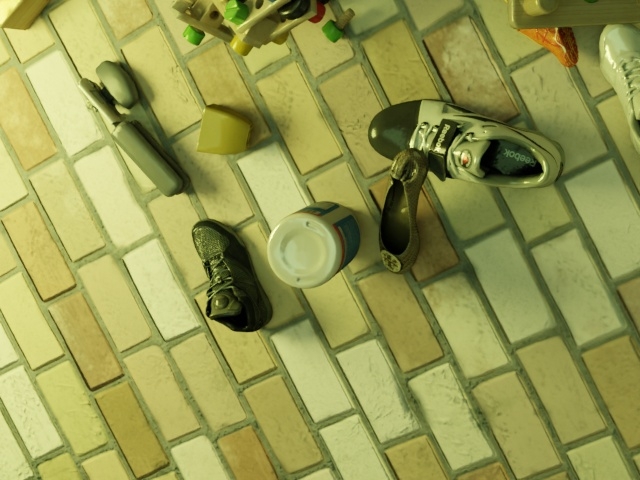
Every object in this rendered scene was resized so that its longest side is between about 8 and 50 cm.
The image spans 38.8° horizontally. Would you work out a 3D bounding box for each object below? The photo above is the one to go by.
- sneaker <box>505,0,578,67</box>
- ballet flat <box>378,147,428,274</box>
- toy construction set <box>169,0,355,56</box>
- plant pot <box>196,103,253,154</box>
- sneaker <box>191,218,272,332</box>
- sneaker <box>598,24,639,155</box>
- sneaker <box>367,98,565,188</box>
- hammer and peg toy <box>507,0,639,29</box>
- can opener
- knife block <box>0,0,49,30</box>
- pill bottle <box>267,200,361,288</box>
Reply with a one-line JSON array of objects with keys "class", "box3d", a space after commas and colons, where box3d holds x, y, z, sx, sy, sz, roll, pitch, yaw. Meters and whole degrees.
[{"class": "sneaker", "box3d": [0.351, -0.346, 1.457, 0.067, 0.064, 0.175, -39, 83, 39]}, {"class": "ballet flat", "box3d": [0.131, -0.041, 1.520, 0.084, 0.058, 0.249, 30, 133, 26]}, {"class": "toy construction set", "box3d": [-0.151, -0.384, 1.468, 0.237, 0.309, 0.257, -42, 79, 23]}, {"class": "plant pot", "box3d": [-0.165, -0.192, 1.610, 0.083, 0.081, 0.081, 13, 103, 2]}, {"class": "sneaker", "box3d": [-0.172, 0.066, 1.631, 0.087, 0.130, 0.227, -26, 90, 16]}, {"class": "sneaker", "box3d": [0.498, -0.232, 1.398, 0.090, 0.115, 0.232, -24, 93, 18]}, {"class": "sneaker", "box3d": [0.228, -0.156, 1.474, 0.331, 0.146, 0.122, 11, 104, 15]}, {"class": "hammer and peg toy", "box3d": [0.449, -0.458, 1.355, 0.361, 0.127, 0.265, -6, 99, -8]}, {"class": "can opener", "box3d": [-0.337, -0.202, 1.655, 0.093, 0.074, 0.280, -38, 89, 17]}, {"class": "knife block", "box3d": [-0.473, -0.520, 1.628, 0.242, 0.088, 0.275, 4, 100, 15]}, {"class": "pill bottle", "box3d": [0.000, 0.000, 1.521, 0.124, 0.221, 0.124, 3, 100, 15]}]
